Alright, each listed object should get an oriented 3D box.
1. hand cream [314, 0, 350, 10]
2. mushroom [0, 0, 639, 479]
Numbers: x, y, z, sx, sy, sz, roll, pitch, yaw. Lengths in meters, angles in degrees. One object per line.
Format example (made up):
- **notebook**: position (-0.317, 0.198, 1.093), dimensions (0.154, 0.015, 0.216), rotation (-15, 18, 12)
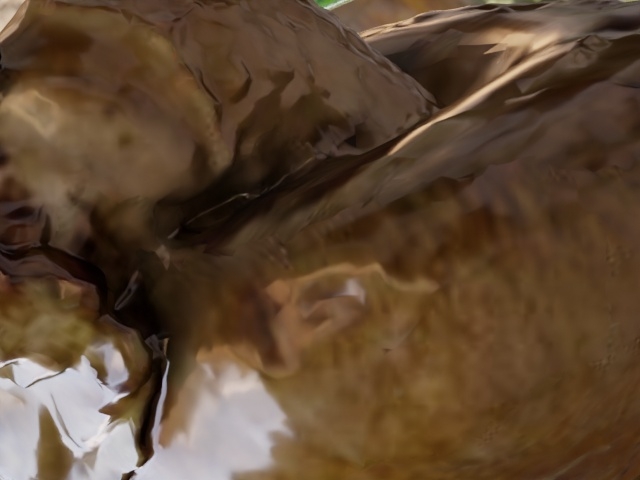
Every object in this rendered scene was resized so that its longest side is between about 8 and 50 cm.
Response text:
- **hand cream**: position (-0.006, -0.179, 1.290), dimensions (0.095, 0.175, 0.046), rotation (-61, -47, -63)
- **mushroom**: position (-0.006, 0.012, 0.569), dimensions (0.283, 0.195, 0.263), rotation (1, -172, -35)
